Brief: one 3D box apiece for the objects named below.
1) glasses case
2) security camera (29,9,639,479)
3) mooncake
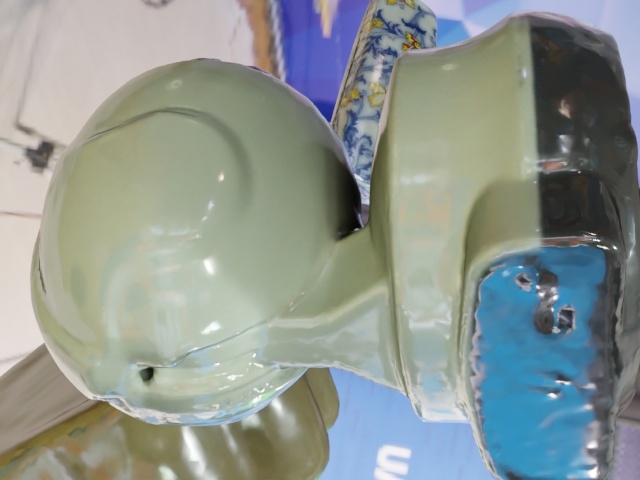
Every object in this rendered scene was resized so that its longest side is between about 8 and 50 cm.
[{"bbox_3d":[0.065,-0.151,1.092,0.065,0.087,0.248,133,-23,-59],"label":"glasses case"},{"bbox_3d":[0.000,0.000,0.503,0.191,0.277,0.197,-84,166,-44],"label":"security camera"},{"bbox_3d":[-0.167,0.181,1.031,0.200,0.378,0.378,58,25,-15],"label":"mooncake"}]
